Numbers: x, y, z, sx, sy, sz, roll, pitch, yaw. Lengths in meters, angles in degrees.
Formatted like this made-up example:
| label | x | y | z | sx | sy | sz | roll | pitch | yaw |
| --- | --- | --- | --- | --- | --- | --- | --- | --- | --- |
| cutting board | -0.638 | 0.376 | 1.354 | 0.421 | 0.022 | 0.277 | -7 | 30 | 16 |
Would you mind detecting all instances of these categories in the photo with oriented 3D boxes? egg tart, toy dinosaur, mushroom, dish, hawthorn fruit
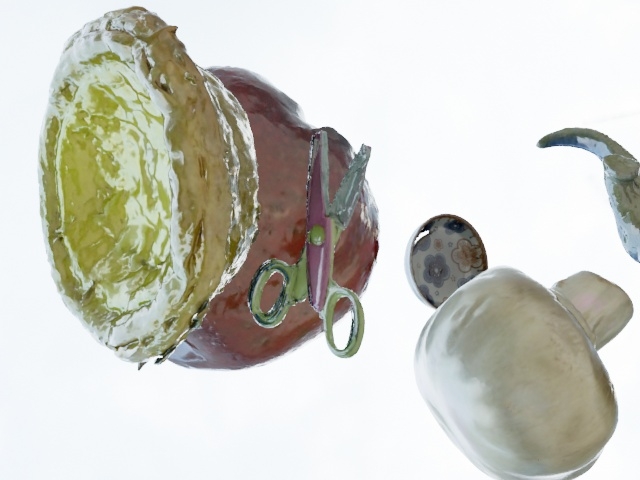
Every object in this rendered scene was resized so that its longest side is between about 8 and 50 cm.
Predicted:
| label | x | y | z | sx | sy | sz | roll | pitch | yaw |
| --- | --- | --- | --- | --- | --- | --- | --- | --- | --- |
| egg tart | -0.152 | -0.053 | 1.231 | 0.132 | 0.345 | 0.345 | -6 | -92 | -33 |
| toy dinosaur | 0.228 | 0.035 | 0.839 | 0.075 | 0.248 | 0.188 | -22 | -52 | -23 |
| mushroom | 0.226 | 0.128 | 1.353 | 0.234 | 0.260 | 0.254 | -32 | -56 | -11 |
| dish | 0.158 | 0.035 | 1.821 | 0.141 | 0.078 | 0.141 | 4 | -97 | -35 |
| hawthorn fruit | -0.128 | 0.000 | 1.672 | 0.403 | 0.403 | 0.403 | 7 | -100 | -40 |

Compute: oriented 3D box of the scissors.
| label | x | y | z | sx | sy | sz | roll | pitch | yaw |
| --- | --- | --- | --- | --- | --- | --- | --- | --- | --- |
| scissors | 0.000 | 0.000 | 1.134 | 0.020 | 0.133 | 0.187 | -1 | -73 | -52 |
